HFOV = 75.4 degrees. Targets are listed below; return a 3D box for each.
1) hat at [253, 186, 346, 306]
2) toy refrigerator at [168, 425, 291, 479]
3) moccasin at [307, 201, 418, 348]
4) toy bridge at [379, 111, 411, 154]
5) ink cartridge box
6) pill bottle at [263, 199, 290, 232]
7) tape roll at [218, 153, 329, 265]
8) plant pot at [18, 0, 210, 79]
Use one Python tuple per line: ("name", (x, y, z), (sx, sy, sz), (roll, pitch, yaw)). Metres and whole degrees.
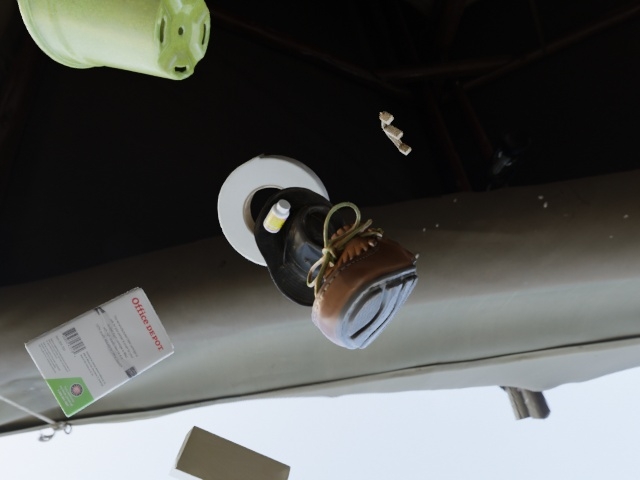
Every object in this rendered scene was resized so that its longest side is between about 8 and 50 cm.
("hat", (0.000, 0.000, 1.073), (0.331, 0.133, 0.332), (12, -111, -35))
("toy refrigerator", (-0.220, 0.566, 1.016), (0.269, 0.094, 0.102), (28, -135, -10))
("moccasin", (0.055, 0.036, 0.575), (0.146, 0.380, 0.139), (36, -72, 8))
("toy bridge", (0.212, -0.322, 1.220), (0.026, 0.188, 0.063), (-48, -126, 4))
("ink cartridge box", (-0.548, 0.269, 1.051), (0.272, 0.114, 0.199), (-30, -83, -31))
("pill bottle", (-0.103, -0.059, 0.994), (0.043, 0.083, 0.044), (19, -135, -20))
("tape roll", (-0.158, -0.098, 1.426), (0.391, 0.393, 0.072), (9, -159, 5))
("plant pot", (-0.373, -0.446, 0.815), (0.253, 0.276, 0.276), (23, -119, 10))
